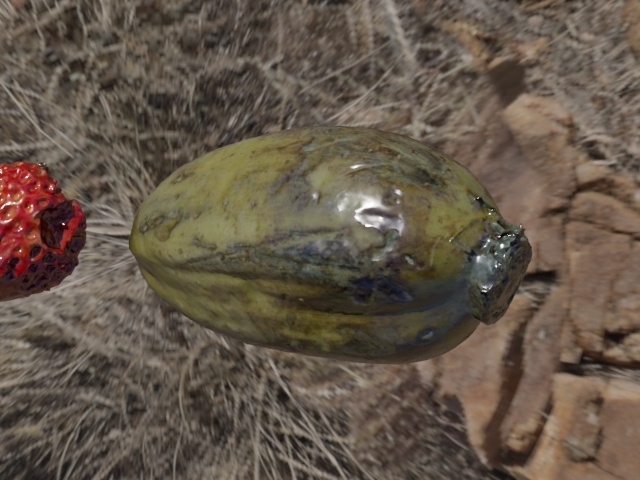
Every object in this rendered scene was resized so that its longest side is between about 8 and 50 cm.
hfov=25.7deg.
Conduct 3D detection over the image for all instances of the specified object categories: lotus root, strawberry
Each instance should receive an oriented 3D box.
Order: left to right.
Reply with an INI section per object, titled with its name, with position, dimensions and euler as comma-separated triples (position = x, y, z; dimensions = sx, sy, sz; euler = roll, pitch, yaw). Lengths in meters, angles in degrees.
[strawberry]
position = -0.156, 0.005, 0.686
dimensions = 0.073, 0.073, 0.083
euler = 36, 61, -5
[lotus root]
position = 0.000, 0.000, 0.542
dimensions = 0.080, 0.179, 0.089
euler = -51, 132, -38
